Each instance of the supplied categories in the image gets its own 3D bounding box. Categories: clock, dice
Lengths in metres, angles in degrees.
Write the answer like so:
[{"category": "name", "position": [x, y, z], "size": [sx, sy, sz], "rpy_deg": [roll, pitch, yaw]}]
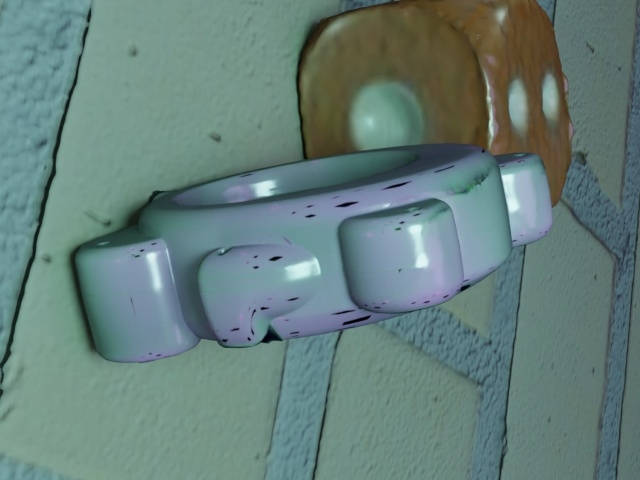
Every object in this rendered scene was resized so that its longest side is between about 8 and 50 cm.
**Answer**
[{"category": "clock", "position": [0.000, 0.000, 0.759], "size": [0.227, 0.247, 0.090], "rpy_deg": [-26, 107, -55]}, {"category": "dice", "position": [0.098, -0.099, 0.987], "size": [0.179, 0.174, 0.175], "rpy_deg": [-9, 93, -56]}]
